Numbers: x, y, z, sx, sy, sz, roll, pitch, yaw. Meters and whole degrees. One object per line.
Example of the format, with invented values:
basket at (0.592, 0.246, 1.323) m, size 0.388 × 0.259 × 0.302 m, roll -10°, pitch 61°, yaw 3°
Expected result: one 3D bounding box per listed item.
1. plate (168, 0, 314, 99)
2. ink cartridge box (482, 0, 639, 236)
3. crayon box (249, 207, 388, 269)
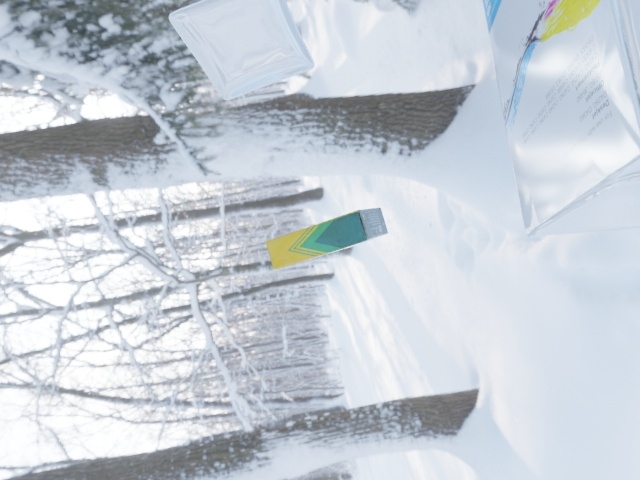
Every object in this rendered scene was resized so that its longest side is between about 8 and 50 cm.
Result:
plate at (-0.189, -0.510, 1.227) m, size 0.277 × 0.278 × 0.045 m, roll 55°, pitch -157°, yaw -52°
ink cartridge box at (0.262, -0.159, 0.369) m, size 0.197 × 0.198 × 0.270 m, roll 78°, pitch -173°, yaw -76°
crayon box at (0.000, 0.000, 1.309) m, size 0.203 × 0.323 × 0.083 m, roll -14°, pitch -93°, yaw -67°
